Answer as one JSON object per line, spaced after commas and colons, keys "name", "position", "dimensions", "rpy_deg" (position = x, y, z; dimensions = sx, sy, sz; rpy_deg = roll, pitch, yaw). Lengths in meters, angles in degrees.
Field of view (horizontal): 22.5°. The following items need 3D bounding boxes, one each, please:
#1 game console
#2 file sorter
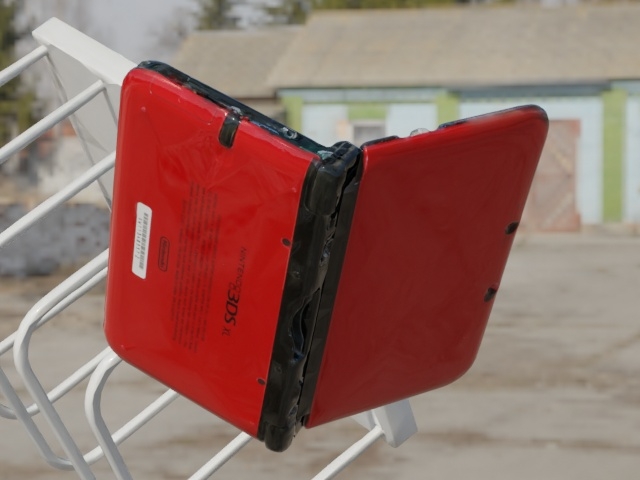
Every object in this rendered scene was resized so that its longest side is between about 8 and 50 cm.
{"name": "game console", "position": [-0.004, -0.002, 0.577], "dimensions": [0.124, 0.144, 0.085], "rpy_deg": [28, 46, 17]}
{"name": "file sorter", "position": [-0.114, 0.034, 0.921], "dimensions": [0.173, 0.193, 0.278], "rpy_deg": [-39, 45, -21]}
